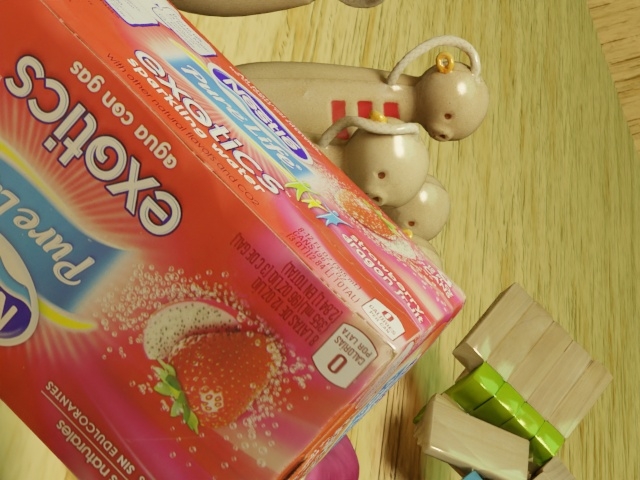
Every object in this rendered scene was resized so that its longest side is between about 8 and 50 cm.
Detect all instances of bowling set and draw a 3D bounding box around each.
[{"bbox_3d":[0.010,-0.015,0.995,0.287,0.154,0.200,76,13,-59],"label":"bowling set"}]

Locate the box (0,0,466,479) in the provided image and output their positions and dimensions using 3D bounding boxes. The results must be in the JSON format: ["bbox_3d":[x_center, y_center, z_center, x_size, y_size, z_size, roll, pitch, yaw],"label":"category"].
[{"bbox_3d":[-0.083,-0.016,0.751,0.257,0.122,0.128,45,16,6],"label":"box"}]

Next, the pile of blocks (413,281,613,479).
[{"bbox_3d":[0.107,0.206,1.422,0.149,0.112,0.362,27,50,-18],"label":"pile of blocks"}]

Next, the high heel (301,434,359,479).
[{"bbox_3d":[-0.024,0.161,1.079,0.244,0.082,0.117,-80,153,-69],"label":"high heel"}]
